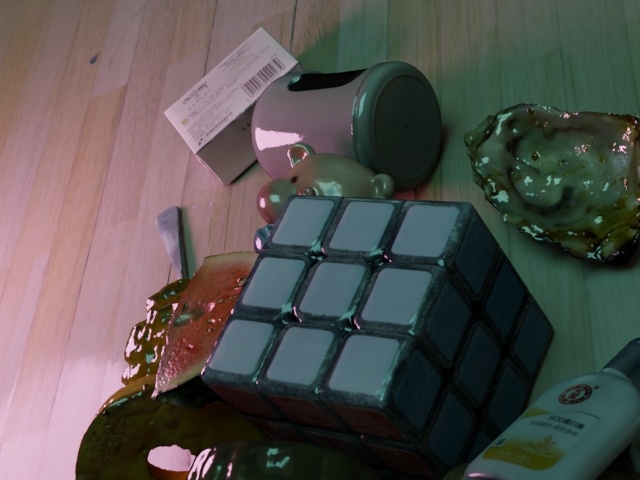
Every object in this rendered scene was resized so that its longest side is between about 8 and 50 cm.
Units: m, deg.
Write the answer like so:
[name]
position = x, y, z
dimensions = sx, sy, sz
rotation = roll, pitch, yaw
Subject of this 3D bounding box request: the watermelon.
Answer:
[watermelon]
position = -0.114, 0.133, 1.753
dimensions = 0.159, 0.128, 0.303
rotation = -19, 33, 23

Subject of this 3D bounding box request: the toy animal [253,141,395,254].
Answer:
[toy animal]
position = 0.013, -0.002, 1.891
dimensions = 0.210, 0.221, 0.229
rotation = 18, 61, 34

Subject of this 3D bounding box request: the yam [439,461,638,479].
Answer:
[yam]
position = 0.262, 0.322, 1.455
dimensions = 0.238, 0.128, 0.129
rotation = 0, 32, 39

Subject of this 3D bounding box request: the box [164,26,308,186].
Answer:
[box]
position = -0.144, -0.256, 2.336
dimensions = 0.260, 0.111, 0.194
rotation = -42, 39, 3

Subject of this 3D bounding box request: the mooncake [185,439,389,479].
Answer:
[mooncake]
position = -0.043, 0.369, 1.547
dimensions = 0.290, 0.290, 0.161
rotation = -12, 50, 32

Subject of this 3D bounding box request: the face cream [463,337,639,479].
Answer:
[face cream]
position = 0.297, 0.210, 1.416
dimensions = 0.291, 0.071, 0.144
rotation = -34, 23, -31

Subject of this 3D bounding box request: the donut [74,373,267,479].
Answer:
[donut]
position = -0.207, 0.305, 1.771
dimensions = 0.277, 0.278, 0.108
rotation = -34, 20, 9

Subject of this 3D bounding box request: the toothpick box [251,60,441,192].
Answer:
[toothpick box]
position = 0.022, -0.172, 2.059
dimensions = 0.316, 0.229, 0.229
rotation = 1, 56, 42

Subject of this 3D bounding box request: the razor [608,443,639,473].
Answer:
[razor]
position = 0.431, 0.177, 1.521
dimensions = 0.278, 0.056, 0.111
rotation = -52, 4, -20

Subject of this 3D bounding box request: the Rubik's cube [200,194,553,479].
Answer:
[Rubik's cube]
position = 0.082, 0.141, 1.626
dimensions = 0.303, 0.305, 0.301
rotation = 6, 60, 37

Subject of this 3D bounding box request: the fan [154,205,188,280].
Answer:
[fan]
position = -0.263, 0.032, 2.244
dimensions = 0.057, 0.023, 0.282
rotation = -31, 39, 11

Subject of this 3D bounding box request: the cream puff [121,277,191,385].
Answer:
[cream puff]
position = -0.190, 0.184, 1.906
dimensions = 0.244, 0.196, 0.244
rotation = -24, 43, 24

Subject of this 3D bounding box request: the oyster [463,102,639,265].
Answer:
[oyster]
position = 0.335, -0.079, 1.797
dimensions = 0.361, 0.096, 0.221
rotation = 13, 68, 45
